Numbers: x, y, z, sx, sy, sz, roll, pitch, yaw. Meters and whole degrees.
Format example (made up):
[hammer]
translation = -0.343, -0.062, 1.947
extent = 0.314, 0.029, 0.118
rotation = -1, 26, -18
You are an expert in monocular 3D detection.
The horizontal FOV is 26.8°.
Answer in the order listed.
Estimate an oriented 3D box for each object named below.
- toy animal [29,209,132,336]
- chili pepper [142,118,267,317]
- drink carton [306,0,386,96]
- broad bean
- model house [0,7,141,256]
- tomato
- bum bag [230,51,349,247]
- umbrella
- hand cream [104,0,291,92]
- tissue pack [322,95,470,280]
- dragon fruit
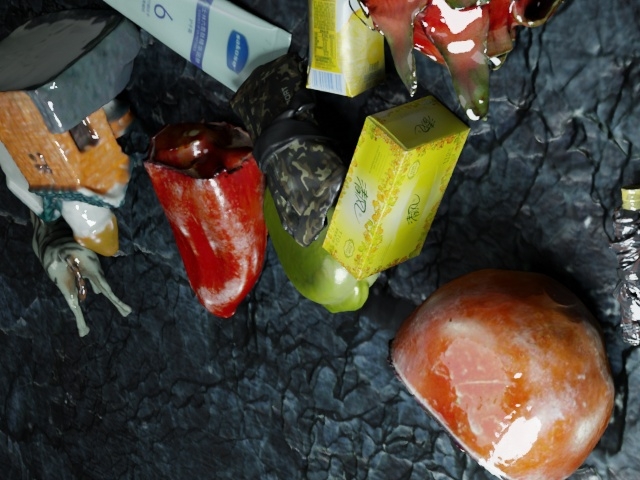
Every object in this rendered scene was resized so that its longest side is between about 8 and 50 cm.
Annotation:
[toy animal]
translation = -0.355, 0.025, 1.887
extent = 0.255, 0.090, 0.170
rotation = 48, 166, 43
[chili pepper]
translation = -0.117, -0.014, 1.609
extent = 0.144, 0.136, 0.253
rotation = -8, 119, 7
[drink carton]
translation = 0.025, -0.249, 1.332
extent = 0.074, 0.084, 0.200
rotation = 16, 118, 34
[broad bean]
translation = 0.000, 0.000, 1.487
extent = 0.174, 0.082, 0.124
rotation = 57, 139, 31
[model house]
translation = -0.314, -0.127, 1.757
extent = 0.271, 0.190, 0.301
rotation = 4, 127, 45
[tomato]
translation = 0.186, 0.110, 1.260
extent = 0.214, 0.180, 0.155
rotation = 43, 118, 19
[bum bag]
translation = -0.031, -0.107, 1.438
extent = 0.248, 0.069, 0.102
rotation = 63, 141, 35
[umbrella]
translation = 0.277, 0.021, 1.188
extent = 0.037, 0.040, 0.144
rotation = 18, 119, 55
[hand cream]
translation = -0.156, -0.264, 1.581
extent = 0.320, 0.067, 0.109
rotation = 34, 130, 27
[tissue pack]
translation = 0.075, -0.051, 1.352
extent = 0.062, 0.095, 0.176
rotation = 43, 135, 28
[dragon fruit]
translation = 0.113, -0.239, 1.148
extent = 0.193, 0.192, 0.274
rotation = -143, 35, -64
